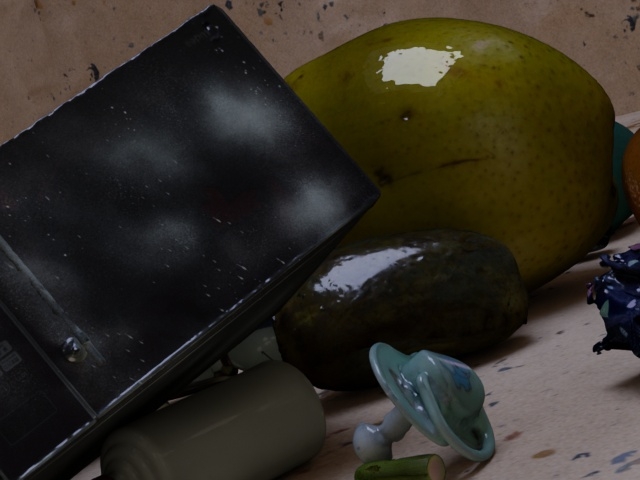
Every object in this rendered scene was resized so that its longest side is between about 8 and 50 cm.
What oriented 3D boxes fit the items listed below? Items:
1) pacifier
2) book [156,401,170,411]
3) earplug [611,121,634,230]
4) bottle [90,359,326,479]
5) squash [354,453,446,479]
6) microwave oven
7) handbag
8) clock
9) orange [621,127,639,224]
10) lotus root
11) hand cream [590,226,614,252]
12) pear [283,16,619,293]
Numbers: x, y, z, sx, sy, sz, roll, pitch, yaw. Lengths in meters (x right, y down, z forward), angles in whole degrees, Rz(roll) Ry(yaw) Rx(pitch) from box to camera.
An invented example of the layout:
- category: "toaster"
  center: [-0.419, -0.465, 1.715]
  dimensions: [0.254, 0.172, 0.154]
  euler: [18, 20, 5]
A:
- category: "pacifier"
  center: [0.079, 0.151, 1.452]
  dimensions: [0.116, 0.126, 0.150]
  euler: [-44, -23, 15]
- category: "book"
  center: [-0.377, 0.183, 1.942]
  dimensions: [0.264, 0.031, 0.379]
  euler: [-12, -18, 28]
- category: "earplug"
  center: [0.330, -0.076, 2.416]
  dimensions: [0.257, 0.164, 0.280]
  euler: [-22, 16, 16]
- category: "bottle"
  center: [-0.113, 0.190, 1.544]
  dimensions: [0.245, 0.104, 0.104]
  euler: [-22, 8, -40]
- category: "squash"
  center: [0.061, 0.191, 1.424]
  dimensions: [0.083, 0.027, 0.027]
  euler: [-13, 7, 38]
- category: "microwave oven"
  center: [-0.214, 0.047, 1.590]
  dimensions: [0.432, 0.236, 0.374]
  euler: [-38, -6, -29]
- category: "handbag"
  center: [0.364, 0.041, 1.535]
  dimensions: [0.260, 0.113, 0.162]
  euler: [-12, 10, -26]
- category: "clock"
  center: [-0.105, 0.104, 2.069]
  dimensions: [0.243, 0.146, 0.199]
  euler: [-20, -11, -2]
- category: "orange"
  center: [0.452, -0.068, 1.983]
  dimensions: [0.224, 0.170, 0.224]
  euler: [0, -6, 0]
- category: "lotus root"
  center: [0.079, 0.067, 1.849]
  dimensions: [0.275, 0.152, 0.160]
  euler: [-16, -8, -10]
- category: "hand cream"
  center: [0.276, 0.014, 2.277]
  dimensions: [0.235, 0.055, 0.086]
  euler: [-21, 0, 34]
- category: "pear"
  center: [0.145, -0.087, 2.068]
  dimensions: [0.418, 0.362, 0.362]
  euler: [1, 7, 2]
